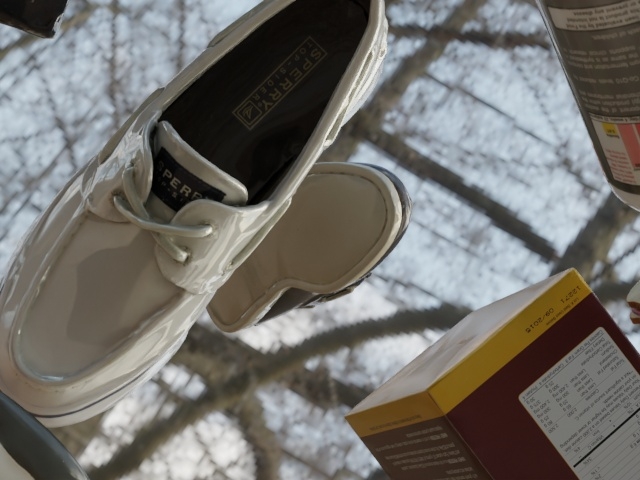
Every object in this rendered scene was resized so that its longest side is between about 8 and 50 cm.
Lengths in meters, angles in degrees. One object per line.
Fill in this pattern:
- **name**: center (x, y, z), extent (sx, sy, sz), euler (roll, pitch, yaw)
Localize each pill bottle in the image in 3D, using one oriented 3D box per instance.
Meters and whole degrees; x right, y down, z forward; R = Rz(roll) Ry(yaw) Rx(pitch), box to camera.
- **pill bottle**: center (0.334, -0.151, 1.500), extent (0.210, 0.210, 0.363), euler (-5, -58, 37)

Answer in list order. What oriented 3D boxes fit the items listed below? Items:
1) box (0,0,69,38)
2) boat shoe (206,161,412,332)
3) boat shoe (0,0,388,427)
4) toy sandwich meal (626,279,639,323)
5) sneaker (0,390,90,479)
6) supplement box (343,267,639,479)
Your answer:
- **box**: center (-0.266, -0.285, 0.886), extent (0.312, 0.343, 0.179), euler (18, -71, -19)
- **boat shoe**: center (0.000, 0.000, 0.979), extent (0.206, 0.065, 0.075), euler (-32, -105, 53)
- **boat shoe**: center (-0.061, -0.024, 0.775), extent (0.096, 0.267, 0.088), euler (45, -8, 2)
- **toy sandwich meal**: center (0.250, 0.040, 1.124), extent (0.085, 0.085, 0.029), euler (-15, -60, 43)
- **sneaker**: center (-0.230, 0.083, 0.609), extent (0.270, 0.145, 0.090), euler (30, -30, 0)
- **supplement box**: center (0.144, 0.146, 1.086), extent (0.194, 0.129, 0.191), euler (53, -18, 0)
